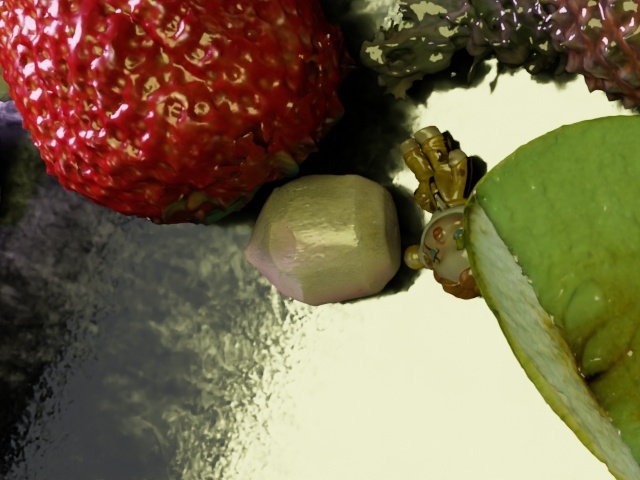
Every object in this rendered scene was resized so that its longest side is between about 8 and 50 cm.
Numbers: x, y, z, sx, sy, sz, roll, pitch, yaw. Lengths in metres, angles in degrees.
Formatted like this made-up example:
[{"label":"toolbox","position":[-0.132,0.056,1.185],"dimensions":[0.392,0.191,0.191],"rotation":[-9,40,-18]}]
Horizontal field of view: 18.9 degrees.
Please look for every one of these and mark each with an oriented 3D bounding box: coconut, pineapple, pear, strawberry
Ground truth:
[{"label":"coconut","position":[0.000,0.000,1.526],"dimensions":[0.124,0.110,0.110],"rotation":[-6,87,13]},{"label":"pineapple","position":[0.202,-0.166,1.441],"dimensions":[0.361,0.175,0.175],"rotation":[-4,88,21]},{"label":"pear","position":[0.252,0.023,1.434],"dimensions":[0.239,0.139,0.288],"rotation":[-33,97,-8]},{"label":"strawberry","position":[-0.133,-0.146,1.485],"dimensions":[0.288,0.238,0.250],"rotation":[43,90,-9]}]

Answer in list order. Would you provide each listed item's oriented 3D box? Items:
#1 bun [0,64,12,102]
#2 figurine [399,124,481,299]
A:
[{"label":"bun","position":[-0.320,-0.204,1.605],"dimensions":[0.212,0.126,0.204],"rotation":[-25,81,15]},{"label":"figurine","position":[0.103,-0.017,1.515],"dimensions":[0.143,0.068,0.101],"rotation":[45,121,32]}]
